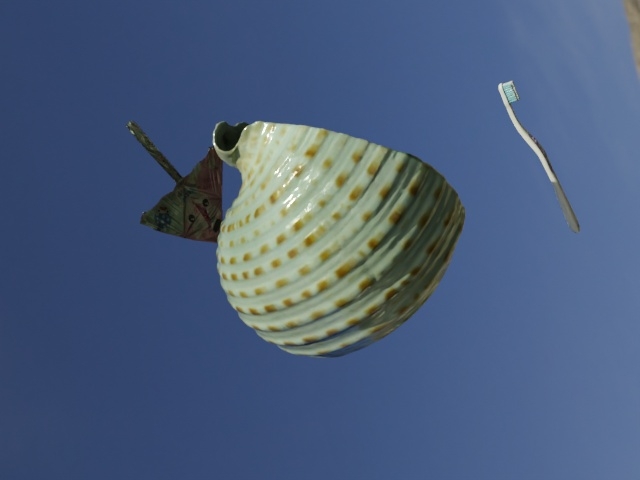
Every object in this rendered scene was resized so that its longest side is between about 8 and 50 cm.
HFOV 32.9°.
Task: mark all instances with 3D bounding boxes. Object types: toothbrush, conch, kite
[{"bbox_3d":[0.165,-0.061,0.809,0.131,0.013,0.011,60,-148,-17],"label":"toothbrush"},{"bbox_3d":[-0.001,0.011,0.735,0.200,0.172,0.131,28,-108,-43],"label":"conch"},{"bbox_3d":[-0.134,-0.059,1.048,0.137,0.005,0.153,-49,-61,-39],"label":"kite"}]
